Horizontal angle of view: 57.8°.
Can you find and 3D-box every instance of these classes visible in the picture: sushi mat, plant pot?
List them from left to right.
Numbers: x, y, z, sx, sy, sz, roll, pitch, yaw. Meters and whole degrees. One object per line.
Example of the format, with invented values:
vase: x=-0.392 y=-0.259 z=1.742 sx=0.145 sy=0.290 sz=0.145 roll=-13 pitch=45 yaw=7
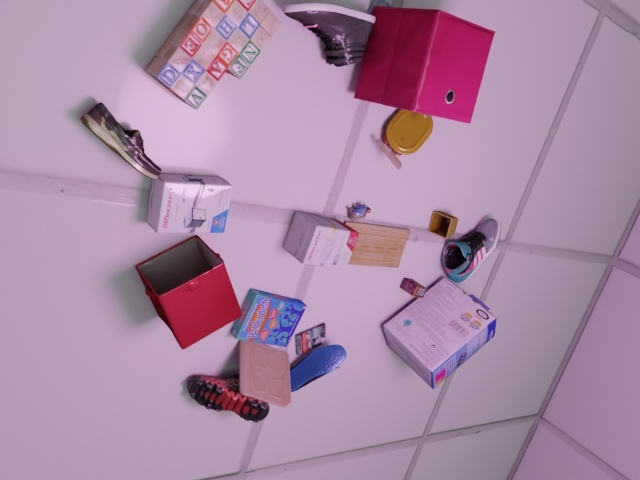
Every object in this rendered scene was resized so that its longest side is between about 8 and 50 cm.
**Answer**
sushi mat: x=0.179 y=0.018 z=2.001 sx=0.316 sy=0.019 sz=0.151 roll=6 pitch=110 yaw=-38
plant pot: x=0.462 y=-0.062 z=2.135 sx=0.083 sy=0.081 sz=0.081 roll=-12 pitch=120 yaw=-44

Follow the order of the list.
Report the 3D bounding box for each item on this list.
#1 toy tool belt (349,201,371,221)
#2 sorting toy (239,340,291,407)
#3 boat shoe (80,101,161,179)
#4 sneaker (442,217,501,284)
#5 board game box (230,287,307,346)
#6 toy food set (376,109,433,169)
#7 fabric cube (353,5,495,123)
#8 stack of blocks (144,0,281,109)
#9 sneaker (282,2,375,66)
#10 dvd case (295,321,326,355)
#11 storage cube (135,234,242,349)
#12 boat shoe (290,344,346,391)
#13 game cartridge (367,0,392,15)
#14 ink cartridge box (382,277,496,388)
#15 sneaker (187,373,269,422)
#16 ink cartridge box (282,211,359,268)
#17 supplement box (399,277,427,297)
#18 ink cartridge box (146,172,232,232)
toy tool belt: x=0.129 y=-0.099 z=1.881 sx=0.083 sy=0.052 sz=0.051 roll=-29 pitch=136 yaw=-22
sorting toy: x=-0.180 y=0.424 z=1.859 sx=0.038 sy=0.193 sz=0.208 roll=-29 pitch=140 yaw=31
boat shoe: x=-0.449 y=-0.230 z=1.356 sx=0.073 sy=0.080 sz=0.223 roll=-47 pitch=128 yaw=0
sneaker: x=0.570 y=0.022 z=2.237 sx=0.178 sy=0.124 sz=0.295 roll=27 pitch=97 yaw=-52
board game box: x=-0.163 y=0.249 z=1.847 sx=0.210 sy=0.047 sz=0.160 roll=18 pitch=102 yaw=-41
toy food set: x=0.261 y=-0.335 z=1.850 sx=0.128 sy=0.071 sz=0.218 roll=43 pitch=75 yaw=-9
fabric cube: x=0.289 y=-0.490 z=1.628 sx=0.254 sy=0.259 sz=0.258 roll=1 pitch=109 yaw=-39
stack of blocks: x=-0.252 y=-0.461 z=1.376 sx=0.297 sy=0.087 sz=0.171 roll=-54 pitch=133 yaw=-1
sneaker: x=0.022 y=-0.538 z=1.529 sx=0.296 sy=0.104 sz=0.147 roll=-6 pitch=111 yaw=-40
dvd case: x=-0.033 y=0.342 z=2.017 sx=0.119 sy=0.013 sz=0.087 roll=-19 pitch=123 yaw=-27
storage cube: x=-0.348 y=0.135 z=1.554 sx=0.215 sy=0.183 sz=0.193 roll=-29 pitch=128 yaw=-22
boat shoe: x=-0.032 y=0.437 z=2.021 sx=0.258 sy=0.109 sz=0.089 roll=-25 pitch=168 yaw=-5
game cartridge: x=0.173 y=-0.651 z=1.647 sx=0.083 sy=0.017 sz=0.056 roll=18 pitch=97 yaw=-42
ink cartridge box: x=0.477 y=0.327 z=2.210 sx=0.395 sy=0.270 sz=0.151 roll=-36 pitch=143 yaw=-16
sneaker: x=-0.293 y=0.478 z=1.840 sx=0.276 sy=0.135 sz=0.097 roll=24 pitch=111 yaw=-19
ink cartridge box: x=0.000 y=0.000 z=1.783 sx=0.176 sy=0.127 sz=0.128 roll=10 pitch=107 yaw=-40
supplement box: x=0.347 y=0.177 z=2.168 sx=0.055 sy=0.083 sz=0.043 roll=11 pitch=106 yaw=-40
ink cartridge box: x=-0.340 y=-0.095 z=1.509 sx=0.190 sy=0.082 sz=0.139 roll=-2 pitch=114 yaw=-38
